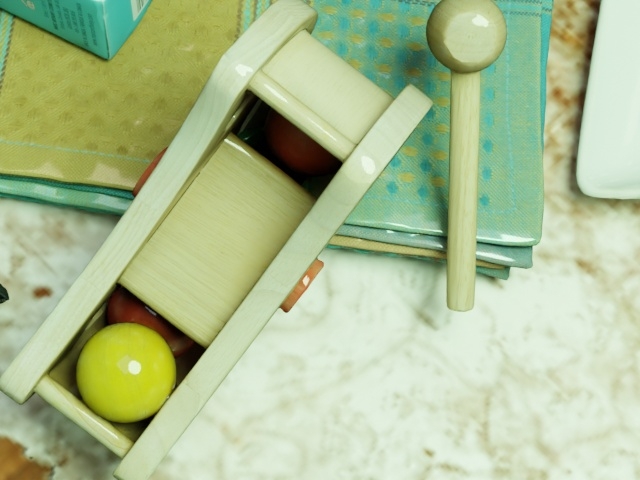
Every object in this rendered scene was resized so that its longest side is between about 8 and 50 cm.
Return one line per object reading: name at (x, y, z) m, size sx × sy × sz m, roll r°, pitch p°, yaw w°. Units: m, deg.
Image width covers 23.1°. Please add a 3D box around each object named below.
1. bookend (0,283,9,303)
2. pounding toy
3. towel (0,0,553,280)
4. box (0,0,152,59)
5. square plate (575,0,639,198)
bookend at (-0.243, -0.029, 0.724) m, size 0.157 × 0.072 × 0.156 m, roll -15°, pitch 81°, yaw -3°
pounding toy at (0.000, 0.000, 0.683) m, size 0.155 × 0.154 × 0.269 m, roll 38°, pitch 92°, yaw 0°
towel at (-0.060, -0.130, 0.829) m, size 0.370 × 0.040 × 0.271 m, roll 8°, pitch 65°, yaw 1°
box at (-0.188, -0.192, 0.795) m, size 0.244 × 0.060 × 0.100 m, roll 27°, pitch 68°, yaw 9°
square plate at (0.322, -0.169, 0.811) m, size 0.344 × 0.049 × 0.347 m, roll 1°, pitch 64°, yaw 23°
